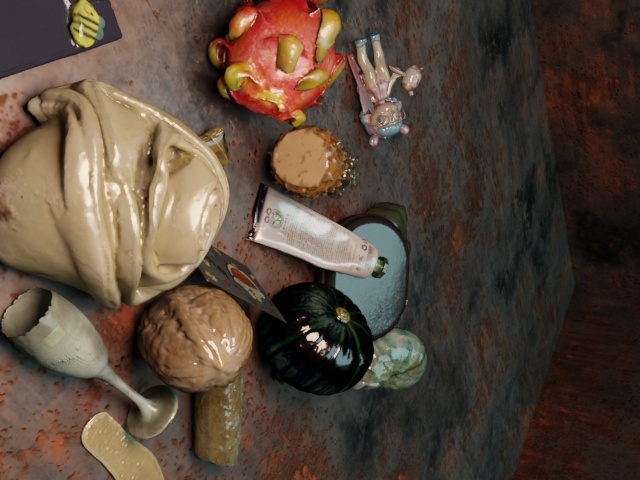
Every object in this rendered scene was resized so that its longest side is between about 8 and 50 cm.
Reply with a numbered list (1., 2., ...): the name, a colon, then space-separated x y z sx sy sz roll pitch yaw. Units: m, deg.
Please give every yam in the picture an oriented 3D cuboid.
1. yam: -0.190 0.286 1.279 0.093 0.093 0.259 -8 103 -56

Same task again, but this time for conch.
1. conch: 0.159 0.302 1.744 0.195 0.220 0.277 61 17 -8

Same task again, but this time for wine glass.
1. wine glass: -0.271 0.204 0.983 0.096 0.264 0.309 -56 138 -24

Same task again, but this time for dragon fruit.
1. dragon fruit: -0.074 -0.356 1.266 0.228 0.243 0.307 33 26 -30

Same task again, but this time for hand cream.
1. hand cream: 0.000 0.000 1.456 0.336 0.076 0.121 24 69 -27

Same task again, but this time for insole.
1. insole: -0.322 0.373 1.161 0.081 0.011 0.247 -57 138 -35

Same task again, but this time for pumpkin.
1. pumpkin: -0.027 0.218 1.430 0.248 0.248 0.247 -13 106 -55

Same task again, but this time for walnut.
1. walnut: -0.197 0.159 1.112 0.178 0.230 0.178 -9 108 -27

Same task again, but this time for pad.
1. pad: -0.162 0.059 1.239 0.006 0.170 0.245 -44 143 6

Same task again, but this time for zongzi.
1. zongzi: -0.202 -0.156 1.244 0.083 0.040 0.076 -39 134 -33

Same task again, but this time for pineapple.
1. pineapple: -0.007 -0.146 1.408 0.310 0.170 0.141 4 67 -76

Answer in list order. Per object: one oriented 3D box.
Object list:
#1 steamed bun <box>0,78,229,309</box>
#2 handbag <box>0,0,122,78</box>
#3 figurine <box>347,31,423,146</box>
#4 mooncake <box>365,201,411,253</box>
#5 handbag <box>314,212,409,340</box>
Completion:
1. steamed bun: -0.267 -0.066 0.988 0.324 0.220 0.309 41 61 -51
2. handbag: -0.402 -0.357 0.833 0.329 0.122 0.303 -42 128 -48
3. figurine: 0.152 -0.373 1.670 0.205 0.103 0.260 -28 116 -23
4. mooncake: 0.174 -0.010 1.777 0.175 0.104 0.168 51 47 -52
5. handbag: 0.100 0.089 1.619 0.254 0.093 0.307 1 94 -33
